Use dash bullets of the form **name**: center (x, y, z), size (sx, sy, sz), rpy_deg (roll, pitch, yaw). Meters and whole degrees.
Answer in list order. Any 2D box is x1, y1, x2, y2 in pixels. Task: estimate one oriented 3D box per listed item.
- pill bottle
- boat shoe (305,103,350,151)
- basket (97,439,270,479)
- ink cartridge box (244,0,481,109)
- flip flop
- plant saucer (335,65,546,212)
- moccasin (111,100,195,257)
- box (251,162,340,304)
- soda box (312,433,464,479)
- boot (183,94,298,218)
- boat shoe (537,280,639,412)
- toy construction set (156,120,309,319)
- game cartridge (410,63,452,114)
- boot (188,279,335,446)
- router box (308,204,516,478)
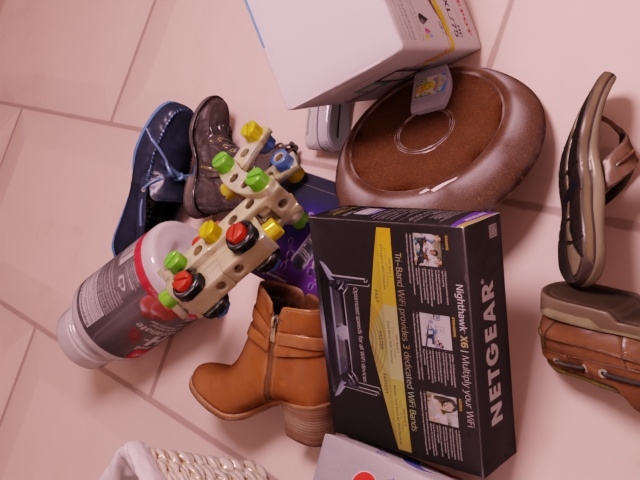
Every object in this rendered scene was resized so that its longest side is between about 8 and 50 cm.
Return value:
- **pill bottle**: center (-0.336, 0.112, 1.433), size (0.318, 0.176, 0.176), rpy_deg (-33, 54, 30)
- **boat shoe**: center (0.010, -0.259, 1.316), size (0.076, 0.083, 0.226), rpy_deg (1, 76, 42)
- **basket**: center (-0.194, 0.513, 1.087), size (0.331, 0.266, 0.328), rpy_deg (-54, 46, 12)
- **ink cartridge box**: center (0.064, -0.320, 1.119), size (0.197, 0.270, 0.198), rpy_deg (-22, 90, 35)
- **flip flop**: center (0.336, -0.073, 0.939), size (0.080, 0.112, 0.277), rpy_deg (8, 64, 4)
- **plant saucer**: center (0.150, -0.139, 1.087), size (0.311, 0.050, 0.310), rpy_deg (-19, 44, 19)
- **moccasin**: center (-0.296, -0.093, 1.528), size (0.117, 0.138, 0.342), rpy_deg (29, 109, 41)
- **box**: center (0.000, 0.000, 1.219), size (0.261, 0.103, 0.184), rpy_deg (22, 87, 45)
- **soda box**: center (0.120, 0.332, 0.986), size (0.286, 0.091, 0.098), rpy_deg (11, 83, 45)
- **boot**: center (-0.133, -0.150, 1.421), size (0.229, 0.091, 0.263), rpy_deg (-4, 76, 36)
- **boat shoe**: center (0.369, 0.129, 0.831), size (0.307, 0.111, 0.104), rpy_deg (22, 119, 53)
- **toy construction set**: center (-0.147, -0.004, 1.171), size (0.327, 0.151, 0.215), rpy_deg (-53, 39, 16)
- **game cartridge**: center (0.156, -0.212, 1.101), size (0.056, 0.017, 0.083), rpy_deg (-9, 49, 24)
- **boot**: center (-0.092, 0.166, 1.170), size (0.283, 0.109, 0.220), rpy_deg (15, 116, 41)
- **router box**: center (0.112, 0.115, 0.990), size (0.243, 0.081, 0.308), rpy_deg (6, 108, 44)
